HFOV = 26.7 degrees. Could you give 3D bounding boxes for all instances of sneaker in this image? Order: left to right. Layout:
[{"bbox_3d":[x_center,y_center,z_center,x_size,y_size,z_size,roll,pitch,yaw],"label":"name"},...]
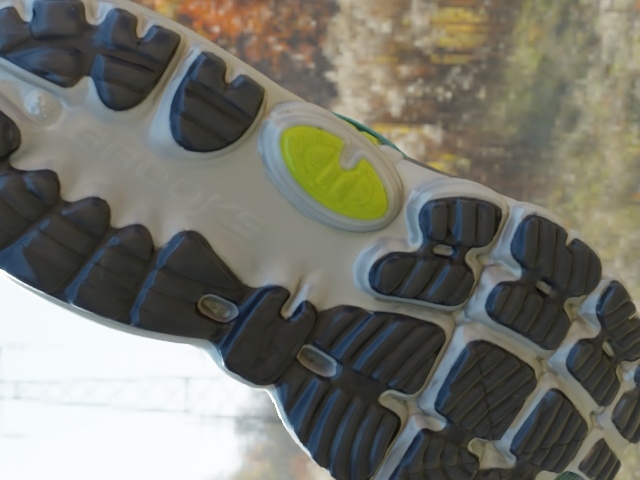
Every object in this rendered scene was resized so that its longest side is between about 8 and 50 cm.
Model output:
[{"bbox_3d":[0.000,0.000,0.433,0.107,0.275,0.110,-51,23,6],"label":"sneaker"}]
